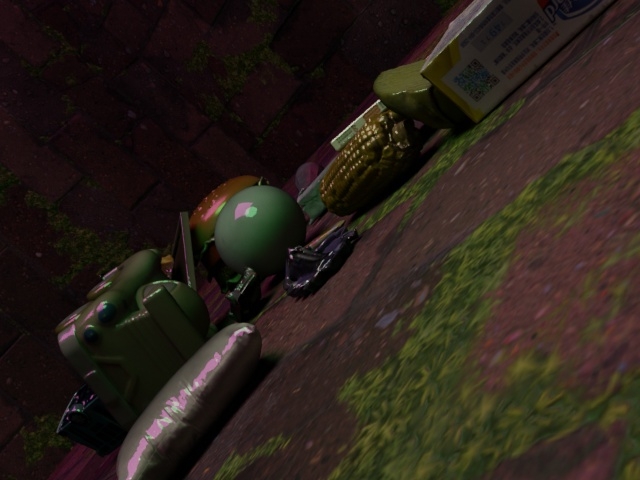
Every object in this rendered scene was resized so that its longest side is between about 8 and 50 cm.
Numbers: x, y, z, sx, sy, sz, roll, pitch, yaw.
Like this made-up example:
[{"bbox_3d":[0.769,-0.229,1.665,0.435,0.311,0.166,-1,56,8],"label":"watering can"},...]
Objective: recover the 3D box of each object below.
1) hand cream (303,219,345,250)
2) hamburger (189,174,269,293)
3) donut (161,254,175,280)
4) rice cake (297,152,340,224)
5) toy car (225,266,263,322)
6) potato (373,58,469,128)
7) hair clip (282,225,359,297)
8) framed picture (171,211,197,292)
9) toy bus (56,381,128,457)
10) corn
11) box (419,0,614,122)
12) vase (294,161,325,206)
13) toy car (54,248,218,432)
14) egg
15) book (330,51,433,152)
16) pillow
[{"bbox_3d":[0.000,0.000,1.303,0.102,0.022,0.035,-42,1,22],"label":"hand cream"},{"bbox_3d":[-0.187,-0.022,1.781,0.274,0.212,0.274,-48,7,7],"label":"hamburger"},{"bbox_3d":[-0.365,0.120,1.678,0.295,0.112,0.151,-121,33,-56],"label":"donut"},{"bbox_3d":[0.028,-0.122,1.599,0.206,0.063,0.069,-44,7,37],"label":"rice cake"},{"bbox_3d":[-0.133,0.105,1.418,0.069,0.055,0.142,-56,-11,-25],"label":"toy car"},{"bbox_3d":[0.126,-0.179,1.032,0.120,0.081,0.149,-11,26,32],"label":"potato"},{"bbox_3d":[-0.008,0.024,1.113,0.124,0.052,0.195,-57,14,-14],"label":"hair clip"},{"bbox_3d":[-0.311,0.120,1.731,0.315,0.024,0.232,117,147,-52],"label":"framed picture"},{"bbox_3d":[-0.398,0.314,1.562,0.256,0.147,0.128,-41,21,31],"label":"toy bus"},{"bbox_3d":[0.070,-0.108,1.154,0.097,0.097,0.262,-53,5,-30],"label":"corn"},{"bbox_3d":[0.251,-0.279,0.908,0.265,0.097,0.168,-43,10,41],"label":"box"},{"bbox_3d":[-0.024,-0.129,1.913,0.086,0.086,0.214,-48,11,13],"label":"vase"},{"bbox_3d":[-0.279,0.145,1.363,0.226,0.242,0.336,-33,11,12],"label":"toy car"},{"bbox_3d":[-0.115,-0.014,1.475,0.168,0.168,0.231,-52,4,-24],"label":"egg"},{"bbox_3d":[0.143,-0.227,1.240,0.264,0.027,0.202,-40,-8,14],"label":"book"},{"bbox_3d":[-0.161,0.206,0.953,0.254,0.078,0.144,-50,7,-13],"label":"pillow"}]
